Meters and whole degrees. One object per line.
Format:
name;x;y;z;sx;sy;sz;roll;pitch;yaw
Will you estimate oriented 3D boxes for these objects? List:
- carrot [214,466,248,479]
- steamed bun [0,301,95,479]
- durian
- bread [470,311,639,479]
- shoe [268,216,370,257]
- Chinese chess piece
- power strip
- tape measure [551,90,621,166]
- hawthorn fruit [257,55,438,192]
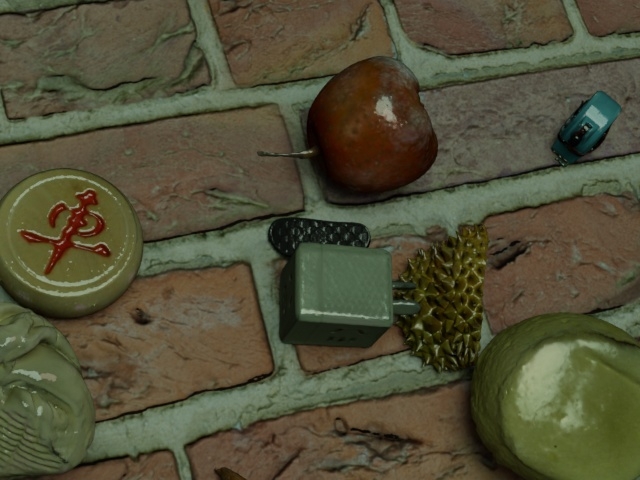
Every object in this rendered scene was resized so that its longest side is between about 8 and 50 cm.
carrot;-0.076;0.424;1.886;0.224;0.057;0.057;37;64;7
steamed bun;-0.480;0.205;1.769;0.320;0.275;0.206;52;31;-20
durian;0.214;0.092;2.074;0.186;0.154;0.261;-10;60;8
bread;0.409;0.267;1.986;0.320;0.237;0.321;1;81;-7
shoe;0.000;0.000;2.083;0.179;0.049;0.071;1;77;10
Chinese chess piece;-0.413;0.002;1.948;0.250;0.097;0.251;5;67;-12
power strip;0.053;0.095;2.009;0.224;0.140;0.139;5;66;-14
tape measure;0.508;-0.218;2.268;0.081;0.125;0.146;40;64;5
hawthorn fruit;0.089;-0.189;2.108;0.235;0.263;0.231;45;30;-4
